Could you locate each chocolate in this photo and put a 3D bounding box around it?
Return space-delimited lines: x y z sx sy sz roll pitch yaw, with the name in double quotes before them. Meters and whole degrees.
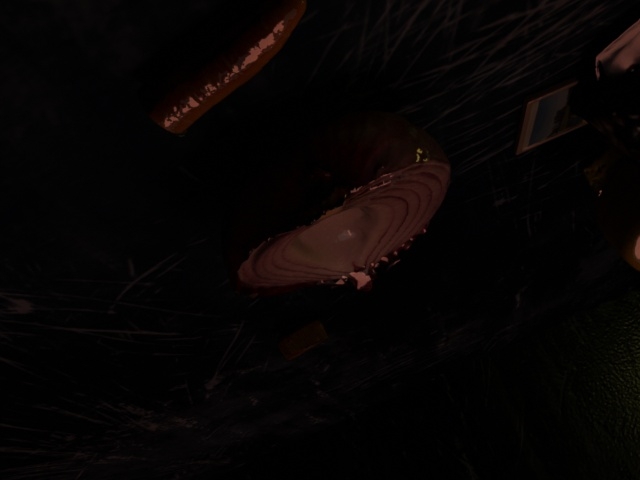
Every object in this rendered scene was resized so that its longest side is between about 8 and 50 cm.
"chocolate" 0.413 -0.141 0.888 0.206 0.177 0.224 -27 163 -5

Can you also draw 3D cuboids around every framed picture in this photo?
"framed picture" 0.284 -0.154 0.972 0.109 0.011 0.149 -24 162 1

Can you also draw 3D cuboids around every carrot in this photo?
"carrot" -0.063 -0.127 0.575 0.139 0.048 0.048 -32 160 21

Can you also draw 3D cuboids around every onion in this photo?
"onion" 0.008 -0.028 0.810 0.227 0.120 0.283 -25 158 -3

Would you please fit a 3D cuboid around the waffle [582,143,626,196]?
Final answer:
"waffle" 0.508 -0.145 1.189 0.211 0.055 0.160 -16 158 -19

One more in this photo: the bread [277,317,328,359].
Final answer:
"bread" -0.033 0.158 1.372 0.085 0.053 0.085 -29 172 -4

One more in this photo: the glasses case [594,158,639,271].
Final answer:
"glasses case" 0.511 -0.120 1.027 0.173 0.141 0.371 25 117 -27
